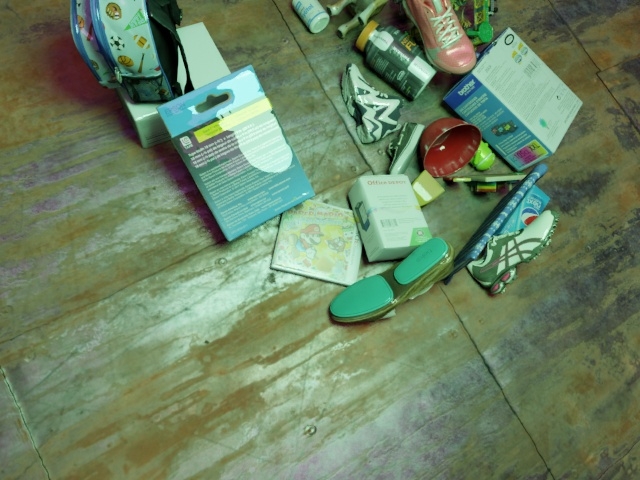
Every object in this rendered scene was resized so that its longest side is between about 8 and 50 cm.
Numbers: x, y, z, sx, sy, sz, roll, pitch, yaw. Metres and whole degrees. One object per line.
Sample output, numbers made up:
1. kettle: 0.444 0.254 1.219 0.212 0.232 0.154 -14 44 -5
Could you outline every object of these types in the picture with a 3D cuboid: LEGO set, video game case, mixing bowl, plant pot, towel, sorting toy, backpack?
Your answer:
1. LEGO set: 0.375 -0.716 1.391 0.331 0.192 0.255 -17 103 -22
2. video game case: 0.000 0.000 1.145 0.227 0.026 0.206 14 71 -9
3. mixing bowl: 0.356 -0.283 1.252 0.181 0.181 0.098 -11 51 -16
4. plant pot: 0.280 -0.132 1.225 0.083 0.081 0.081 -42 87 -10
5. towel: 0.452 -0.035 1.141 0.040 0.243 0.336 39 73 11
6. sorting toy: 0.494 -0.166 1.263 0.274 0.132 0.046 -5 101 -11
7. backpack: -0.387 -0.447 0.902 0.213 0.263 0.277 -8 78 -15

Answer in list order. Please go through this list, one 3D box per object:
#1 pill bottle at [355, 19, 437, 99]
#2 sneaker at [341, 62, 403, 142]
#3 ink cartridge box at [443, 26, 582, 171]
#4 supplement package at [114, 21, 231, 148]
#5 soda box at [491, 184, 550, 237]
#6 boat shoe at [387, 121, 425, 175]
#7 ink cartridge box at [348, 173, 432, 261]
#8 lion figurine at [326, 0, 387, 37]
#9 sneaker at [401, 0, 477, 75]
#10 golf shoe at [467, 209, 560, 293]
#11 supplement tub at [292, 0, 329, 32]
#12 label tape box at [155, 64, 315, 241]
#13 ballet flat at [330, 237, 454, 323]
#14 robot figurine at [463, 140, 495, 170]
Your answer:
1. pill bottle: 0.225 -0.546 1.303 0.245 0.130 0.130 37 69 -1
2. sneaker: 0.163 -0.409 1.268 0.153 0.094 0.235 -16 79 -19
3. ink cartridge box: 0.561 -0.445 1.317 0.395 0.151 0.270 43 63 -6
4. supplement package: -0.375 -0.393 1.107 0.262 0.145 0.204 -26 82 -19
5. soda box: 0.581 -0.063 1.277 0.067 0.071 0.210 41 69 1
6. boat shoe: 0.231 -0.258 1.251 0.070 0.078 0.219 22 58 14
7. ink cartridge box: 0.181 -0.062 1.145 0.154 0.093 0.212 -5 66 -23
8. lion figurine: 0.158 -0.714 1.239 0.240 0.392 0.142 -39 118 -5
9. sneaker: 0.313 -0.586 1.175 0.116 0.136 0.314 -32 83 9
10. golf shoe: 0.515 0.016 1.164 0.120 0.105 0.273 39 109 10
11. supplement tub: -0.029 -0.691 1.316 0.071 0.071 0.107 -34 84 -20
12. label tape box: -0.197 -0.202 1.043 0.240 0.106 0.334 -29 103 -11
13. ballet flat: 0.190 0.122 1.091 0.342 0.124 0.116 -35 44 6
14. robot figurine: 0.475 -0.259 1.312 0.115 0.067 0.101 48 38 4
